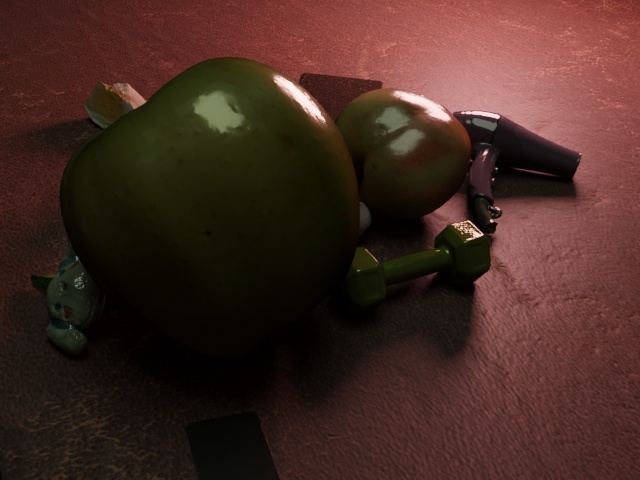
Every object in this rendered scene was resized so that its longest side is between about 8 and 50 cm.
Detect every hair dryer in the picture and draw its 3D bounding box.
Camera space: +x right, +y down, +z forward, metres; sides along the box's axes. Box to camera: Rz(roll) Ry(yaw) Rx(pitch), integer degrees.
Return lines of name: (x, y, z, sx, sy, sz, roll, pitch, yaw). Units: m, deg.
hair dryer: (0.398, -0.131, 1.875, 0.301, 0.121, 0.361, 19, 46, 5)

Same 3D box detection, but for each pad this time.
pad: (-0.127, 0.312, 1.253, 0.112, 0.003, 0.157, -7, 38, -17)
pad: (0.041, -0.339, 2.175, 0.219, 0.004, 0.330, 7, 36, 4)

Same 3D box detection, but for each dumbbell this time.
dumbbell: (0.162, 0.048, 1.563, 0.301, 0.122, 0.108, -15, 11, -24)

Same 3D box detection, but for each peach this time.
peach: (0.164, -0.179, 1.758, 0.292, 0.248, 0.292, -5, 38, 4)

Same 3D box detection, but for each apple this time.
apple: (-0.155, -0.049, 1.352, 0.473, 0.474, 0.474, 3, 36, -2)

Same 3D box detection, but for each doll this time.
doll: (-0.404, 0.090, 1.436, 0.103, 0.071, 0.214, -14, 64, 28)

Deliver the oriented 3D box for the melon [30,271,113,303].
melon: (-0.380, 0.066, 1.528, 0.261, 0.053, 0.114, 2, 28, -5)

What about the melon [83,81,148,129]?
melon: (-0.440, -0.306, 2.004, 0.202, 0.093, 0.139, 30, 35, 24)

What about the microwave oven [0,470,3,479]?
microwave oven: (-0.663, 0.261, 1.065, 0.432, 0.236, 0.374, -23, 45, -33)

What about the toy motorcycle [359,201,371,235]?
toy motorcycle: (0.000, 0.000, 1.636, 0.112, 0.112, 0.254, 24, 41, 25)
